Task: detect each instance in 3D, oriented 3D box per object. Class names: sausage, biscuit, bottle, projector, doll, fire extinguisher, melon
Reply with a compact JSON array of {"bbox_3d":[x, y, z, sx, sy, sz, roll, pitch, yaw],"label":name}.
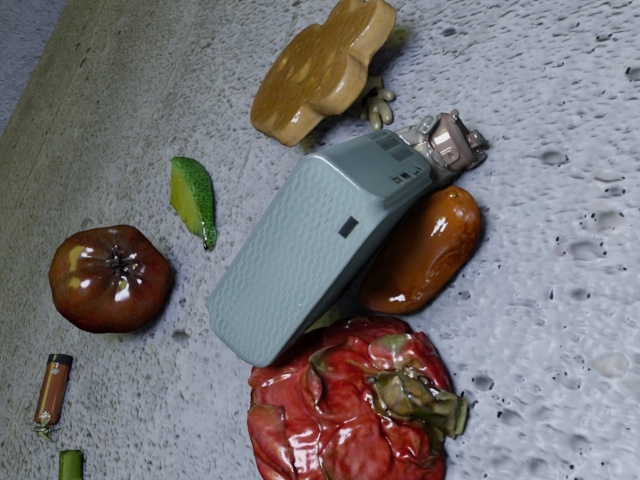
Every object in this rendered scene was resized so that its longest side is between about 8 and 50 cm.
[{"bbox_3d":[0.120,0.017,0.704,0.179,0.089,0.089,-50,42,17],"label":"sausage"},{"bbox_3d":[-0.011,-0.268,0.974,0.355,0.052,0.275,1,64,60],"label":"biscuit"},{"bbox_3d":[0.128,-0.106,0.750,0.152,0.099,0.098,-29,50,30],"label":"bottle"},{"bbox_3d":[0.000,0.000,0.680,0.108,0.198,0.250,41,120,10],"label":"projector"},{"bbox_3d":[0.084,-0.209,0.905,0.062,0.051,0.093,-33,77,23],"label":"doll"},{"bbox_3d":[-0.551,0.324,1.234,0.062,0.050,0.177,-1,63,3],"label":"fire extinguisher"},{"bbox_3d":[-0.252,-0.072,1.151,0.114,0.053,0.261,-54,40,20],"label":"melon"}]

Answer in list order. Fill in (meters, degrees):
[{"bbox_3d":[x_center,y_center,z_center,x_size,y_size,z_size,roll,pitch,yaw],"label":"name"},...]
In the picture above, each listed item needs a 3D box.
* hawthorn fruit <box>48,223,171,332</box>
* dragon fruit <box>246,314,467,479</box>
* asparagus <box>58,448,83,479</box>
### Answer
[{"bbox_3d":[-0.391,0.089,1.107,0.248,0.208,0.208,129,145,-50],"label":"hawthorn fruit"},{"bbox_3d":[0.026,0.173,0.654,0.205,0.152,0.317,-47,42,15],"label":"dragon fruit"},{"bbox_3d":[-0.440,0.456,1.049,0.041,0.045,0.178,109,153,-44],"label":"asparagus"}]
